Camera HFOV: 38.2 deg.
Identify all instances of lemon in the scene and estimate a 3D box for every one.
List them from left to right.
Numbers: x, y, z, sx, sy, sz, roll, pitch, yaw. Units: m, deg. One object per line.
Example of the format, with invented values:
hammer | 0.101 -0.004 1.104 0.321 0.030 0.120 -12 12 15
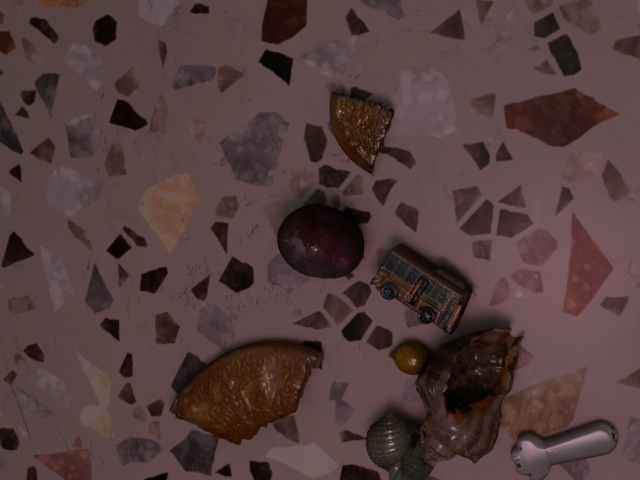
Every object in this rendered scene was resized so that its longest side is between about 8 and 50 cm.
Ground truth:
lemon | 0.176 0.229 1.801 0.092 0.065 0.065 11 101 29

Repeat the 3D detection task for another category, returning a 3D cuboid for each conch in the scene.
conch | 0.158 0.401 1.811 0.135 0.102 0.153 -11 128 7
conch | 0.259 0.281 1.735 0.210 0.159 0.291 41 68 -26

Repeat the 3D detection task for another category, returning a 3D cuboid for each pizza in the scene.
pizza | -0.149 0.310 1.902 0.365 0.074 0.182 -29 87 18
pizza | 0.085 -0.223 1.774 0.131 0.041 0.178 -38 86 20

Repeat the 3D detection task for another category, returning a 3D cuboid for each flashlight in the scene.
flashlight | 0.461 0.391 1.750 0.200 0.047 0.093 -20 92 15

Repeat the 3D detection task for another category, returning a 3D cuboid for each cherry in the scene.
cherry | -0.004 -0.002 1.768 0.176 0.176 0.140 16 76 14

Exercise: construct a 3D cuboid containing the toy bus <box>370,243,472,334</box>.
toy bus | 0.199 0.090 1.760 0.182 0.091 0.103 33 106 11
